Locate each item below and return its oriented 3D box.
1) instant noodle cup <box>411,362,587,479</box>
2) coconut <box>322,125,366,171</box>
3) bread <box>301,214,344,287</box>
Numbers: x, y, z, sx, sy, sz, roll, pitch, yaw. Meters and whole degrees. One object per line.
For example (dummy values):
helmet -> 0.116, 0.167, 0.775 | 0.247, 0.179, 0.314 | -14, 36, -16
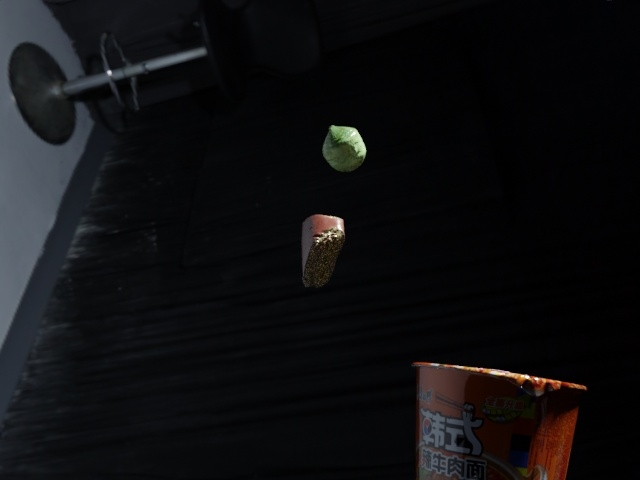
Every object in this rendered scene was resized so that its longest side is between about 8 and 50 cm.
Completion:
instant noodle cup -> 0.245, 0.288, 0.940 | 0.250, 0.250, 0.192 | 42, 55, -69
coconut -> 0.044, -0.180, 1.270 | 0.096, 0.087, 0.088 | 57, 19, -16
bread -> -0.001, 0.000, 1.404 | 0.067, 0.119, 0.192 | 22, 32, -20
